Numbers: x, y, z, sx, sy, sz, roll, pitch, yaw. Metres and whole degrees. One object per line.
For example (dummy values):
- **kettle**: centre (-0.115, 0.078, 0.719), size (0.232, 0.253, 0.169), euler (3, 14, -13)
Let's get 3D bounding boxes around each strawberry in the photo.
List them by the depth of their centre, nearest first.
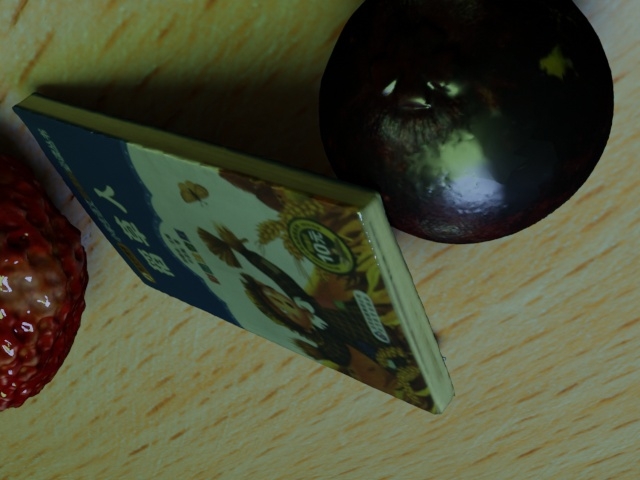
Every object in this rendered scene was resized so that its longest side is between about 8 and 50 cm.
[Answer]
- **strawberry**: centre (-0.369, 0.061, 0.915), size (0.291, 0.292, 0.310), euler (-28, 130, 35)

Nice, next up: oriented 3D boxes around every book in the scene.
- **book**: centre (-0.087, 0.008, 0.831), size (0.428, 0.039, 0.300), euler (18, 150, 35)

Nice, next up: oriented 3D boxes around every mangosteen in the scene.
- **mangosteen**: centre (0.122, -0.104, 0.698), size (0.228, 0.228, 0.265), euler (-12, 168, 24)

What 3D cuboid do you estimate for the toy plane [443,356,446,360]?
- **toy plane**: centre (0.087, 0.114, 1.057), size (0.167, 0.054, 0.062), euler (34, 159, -25)
